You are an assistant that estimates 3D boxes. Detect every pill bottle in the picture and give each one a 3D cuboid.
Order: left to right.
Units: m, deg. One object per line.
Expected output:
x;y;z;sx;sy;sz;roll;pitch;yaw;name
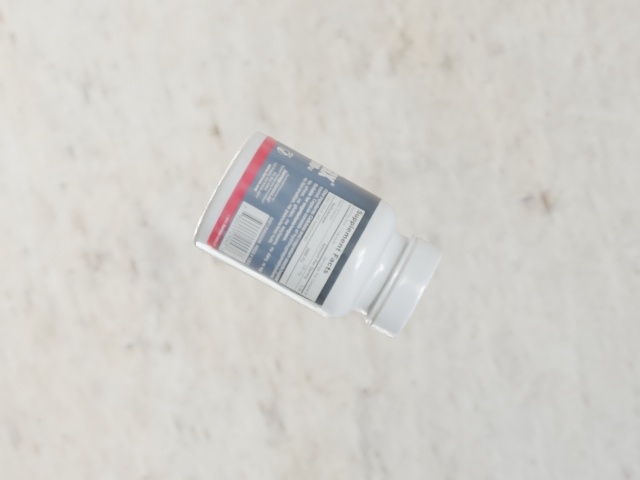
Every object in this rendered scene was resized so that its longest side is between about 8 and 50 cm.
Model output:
0.000;0.000;1.553;0.180;0.108;0.108;29;143;0;pill bottle
